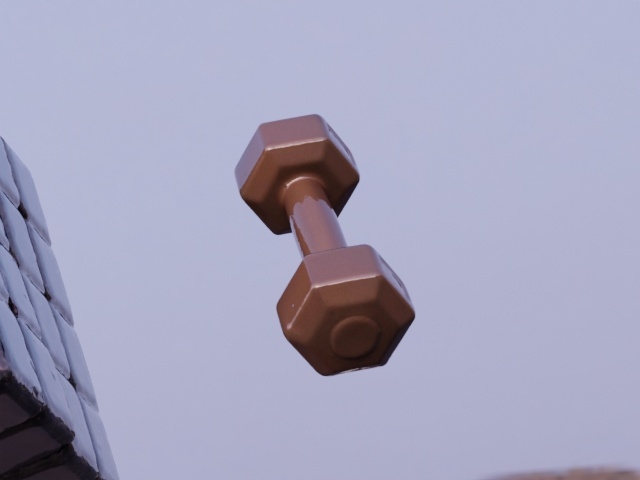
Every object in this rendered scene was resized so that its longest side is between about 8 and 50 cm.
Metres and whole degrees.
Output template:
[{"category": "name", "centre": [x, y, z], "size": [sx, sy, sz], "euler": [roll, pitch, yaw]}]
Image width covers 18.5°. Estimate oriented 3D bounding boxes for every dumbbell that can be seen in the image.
[{"category": "dumbbell", "centre": [0.000, 0.000, 1.383], "size": [0.082, 0.231, 0.092], "euler": [-35, -55, 11]}]

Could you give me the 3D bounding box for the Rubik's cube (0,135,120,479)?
[{"category": "Rubik's cube", "centre": [-0.386, 0.079, 1.530], "size": [0.344, 0.344, 0.337], "euler": [-23, -22, 1]}]
